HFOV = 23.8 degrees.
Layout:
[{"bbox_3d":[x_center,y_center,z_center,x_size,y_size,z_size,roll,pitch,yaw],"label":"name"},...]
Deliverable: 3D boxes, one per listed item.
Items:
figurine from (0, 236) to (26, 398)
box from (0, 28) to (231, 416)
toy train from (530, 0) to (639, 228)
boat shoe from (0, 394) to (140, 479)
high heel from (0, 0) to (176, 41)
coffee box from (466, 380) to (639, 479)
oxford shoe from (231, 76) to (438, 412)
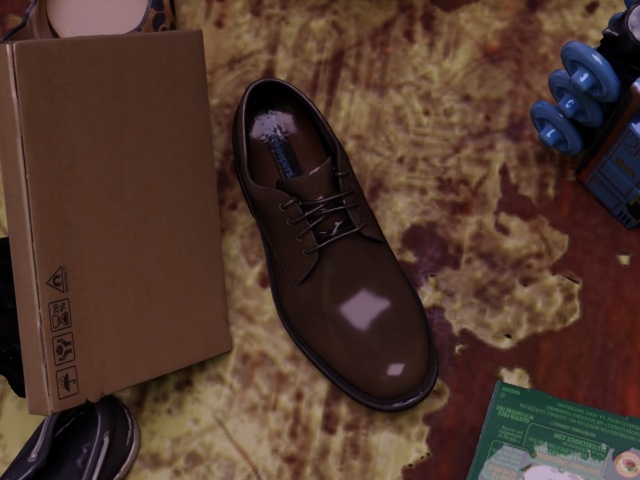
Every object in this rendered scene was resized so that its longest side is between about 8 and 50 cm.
[{"bbox_3d":[-0.259,0.039,0.852,0.214,0.209,0.092,-15,69,9],"label":"figurine"},{"bbox_3d":[-0.114,-0.017,0.866,0.021,0.164,0.201,0,99,34],"label":"box"},{"bbox_3d":[0.189,-0.077,0.885,0.080,0.184,0.105,-43,81,-12],"label":"toy train"},{"bbox_3d":[-0.183,0.172,0.882,0.075,0.065,0.206,31,74,16],"label":"boat shoe"},{"bbox_3d":[-0.151,-0.158,0.945,0.093,0.186,0.261,-2,68,5],"label":"high heel"},{"bbox_3d":[0.127,0.182,0.860,0.113,0.040,0.184,14,70,12],"label":"coffee box"},{"bbox_3d":[0.000,0.000,0.917,0.082,0.096,0.227,-27,70,-7],"label":"oxford shoe"}]
